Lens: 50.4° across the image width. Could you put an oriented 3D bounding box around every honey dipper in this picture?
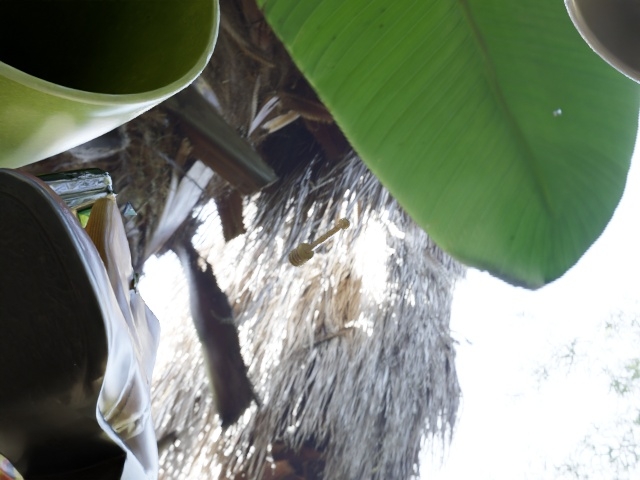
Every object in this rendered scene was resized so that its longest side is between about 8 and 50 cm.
[{"bbox_3d":[0.000,0.000,1.010,0.030,0.030,0.161,43,-37,-7],"label":"honey dipper"}]

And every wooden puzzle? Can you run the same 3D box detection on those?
[{"bbox_3d":[-0.336,-0.033,1.016,0.014,0.116,0.078,50,-22,32],"label":"wooden puzzle"}]

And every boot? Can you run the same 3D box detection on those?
[{"bbox_3d":[-0.154,0.034,0.470,0.096,0.280,0.264,-14,-62,0],"label":"boot"}]

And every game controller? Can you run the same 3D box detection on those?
[{"bbox_3d":[-0.458,-0.032,1.141,0.067,0.319,0.166,27,-73,12],"label":"game controller"}]

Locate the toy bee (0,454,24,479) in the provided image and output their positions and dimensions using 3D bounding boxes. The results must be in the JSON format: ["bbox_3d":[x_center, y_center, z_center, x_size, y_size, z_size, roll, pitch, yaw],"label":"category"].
[{"bbox_3d":[-0.227,0.274,0.679,0.162,0.298,0.195,32,-83,21],"label":"toy bee"}]

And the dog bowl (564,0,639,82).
[{"bbox_3d":[0.432,-0.287,0.756,0.349,0.349,0.102,36,-102,-4],"label":"dog bowl"}]

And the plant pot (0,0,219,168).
[{"bbox_3d":[-0.279,-0.164,0.551,0.293,0.275,0.275,-27,-74,40],"label":"plant pot"}]
